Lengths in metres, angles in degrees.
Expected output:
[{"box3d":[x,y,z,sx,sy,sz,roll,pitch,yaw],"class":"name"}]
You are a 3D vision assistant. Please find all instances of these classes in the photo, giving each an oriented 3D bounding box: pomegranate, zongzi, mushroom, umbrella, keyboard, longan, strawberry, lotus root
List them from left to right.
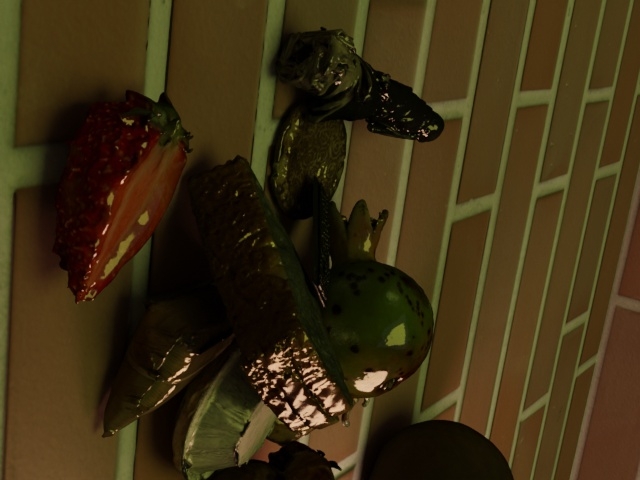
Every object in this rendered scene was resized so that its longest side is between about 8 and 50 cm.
[{"box3d":[-0.230,-0.054,1.101,0.228,0.098,0.174,-67,168,14],"class":"strawberry"},{"box3d":[-0.193,0.154,1.280,0.197,0.099,0.194,-58,165,21],"class":"zongzi"},{"box3d":[-0.072,0.440,1.498,0.263,0.195,0.283,48,53,-15],"class":"mushroom"},{"box3d":[-0.059,0.285,1.571,0.072,0.063,0.152,-45,143,5],"class":"lotus root"},{"box3d":[0.002,0.000,1.445,0.074,0.015,0.196,73,14,-52],"class":"keyboard"},{"box3d":[0.065,0.103,1.542,0.231,0.231,0.285,64,20,-50],"class":"pomegranate"},{"box3d":[0.076,-0.204,1.459,0.358,0.113,0.106,20,69,-52],"class":"umbrella"},{"box3d":[0.240,0.505,1.971,0.319,0.319,0.318,-33,132,-47],"class":"longan"}]

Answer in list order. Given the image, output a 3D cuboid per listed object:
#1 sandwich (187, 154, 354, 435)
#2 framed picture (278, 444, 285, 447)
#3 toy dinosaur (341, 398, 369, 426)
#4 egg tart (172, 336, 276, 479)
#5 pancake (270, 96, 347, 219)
[{"box3d":[-0.056,0.084,1.276,0.099,0.301,0.271,-26,144,6],"class":"sandwich"},{"box3d":[0.000,0.200,1.667,0.189,0.023,0.259,-24,125,-52],"class":"framed picture"},{"box3d":[0.044,0.227,1.681,0.242,0.053,0.167,28,81,-58],"class":"toy dinosaur"},{"box3d":[-0.118,0.238,1.391,0.234,0.094,0.234,-54,159,-33],"class":"egg tart"},{"box3d":[-0.015,-0.121,1.481,0.199,0.021,0.199,-34,133,-47],"class":"pancake"}]
